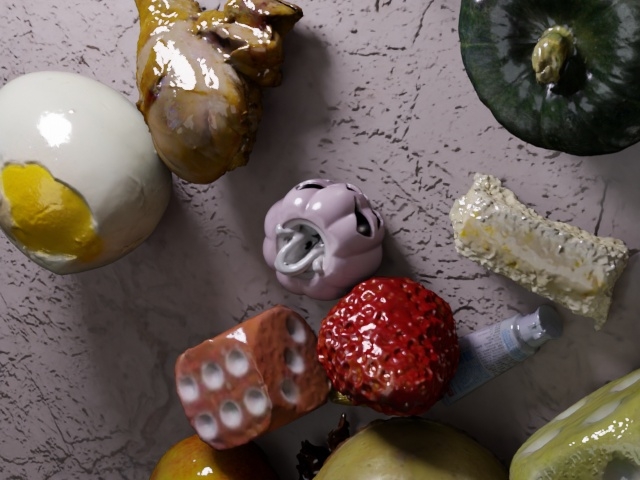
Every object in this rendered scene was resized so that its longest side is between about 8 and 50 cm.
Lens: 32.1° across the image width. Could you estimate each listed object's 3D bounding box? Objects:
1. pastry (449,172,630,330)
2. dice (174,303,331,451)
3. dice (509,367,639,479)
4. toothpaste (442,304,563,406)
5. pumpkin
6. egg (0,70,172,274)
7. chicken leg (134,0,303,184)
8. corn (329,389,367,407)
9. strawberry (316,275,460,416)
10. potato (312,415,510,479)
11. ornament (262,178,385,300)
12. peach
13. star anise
[{"bbox_3d":[0.285,0.006,1.478,0.258,0.089,0.121,31,103,17],"label":"pastry"},{"bbox_3d":[-0.106,0.209,1.695,0.175,0.179,0.174,-27,83,34],"label":"dice"},{"bbox_3d":[0.395,0.309,1.395,0.233,0.238,0.226,-36,84,31],"label":"dice"},{"bbox_3d":[0.235,0.159,1.565,0.234,0.057,0.089,-34,82,39],"label":"toothpaste"},{"bbox_3d":[0.303,-0.247,1.329,0.300,0.207,0.300,15,115,34],"label":"pumpkin"},{"bbox_3d":[-0.387,-0.115,1.724,0.283,0.283,0.345,-47,70,30],"label":"egg"},{"bbox_3d":[-0.164,-0.302,1.643,0.295,0.182,0.409,-32,69,23],"label":"chicken leg"},{"bbox_3d":[0.051,0.240,1.703,0.083,0.027,0.028,-1,122,31],"label":"corn"},{"bbox_3d":[0.096,0.162,1.498,0.205,0.244,0.205,-1,109,-3],"label":"strawberry"},{"bbox_3d":[0.127,0.491,1.478,0.385,0.319,0.442,-24,100,9],"label":"potato"},{"bbox_3d":[0.001,0.000,1.595,0.177,0.177,0.177,8,106,29],"label":"ornament"},{"bbox_3d":[-0.169,0.420,1.767,0.231,0.231,0.231,8,106,29],"label":"peach"},{"bbox_3d":[0.028,0.415,1.687,0.237,0.148,0.346,41,102,15],"label":"star anise"}]
